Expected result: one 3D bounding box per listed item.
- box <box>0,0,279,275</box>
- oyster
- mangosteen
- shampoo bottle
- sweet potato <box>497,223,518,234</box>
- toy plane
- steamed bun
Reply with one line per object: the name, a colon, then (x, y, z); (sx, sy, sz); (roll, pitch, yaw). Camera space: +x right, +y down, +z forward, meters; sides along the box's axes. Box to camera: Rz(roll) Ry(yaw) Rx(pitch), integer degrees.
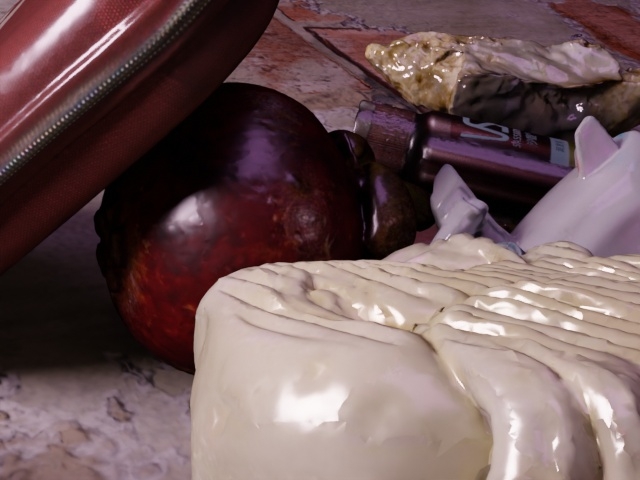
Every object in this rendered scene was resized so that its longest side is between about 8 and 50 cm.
box: (-0.191, -0.091, 0.728); (0.108, 0.404, 0.263); (44, 21, -22)
oyster: (0.220, -0.161, 1.216); (0.341, 0.166, 0.110); (15, 50, -18)
mangosteen: (-0.031, -0.005, 0.785); (0.257, 0.215, 0.215); (-2, 32, -24)
shampoo bottle: (0.191, -0.076, 1.124); (0.322, 0.084, 0.129); (14, 27, 4)
sweet potato: (0.238, -0.001, 1.061); (0.153, 0.038, 0.041); (11, 7, 0)
toy plane: (0.176, 0.026, 0.811); (0.252, 0.252, 0.118); (-3, 12, -26)
steamed bun: (0.106, 0.134, 0.582); (0.339, 0.247, 0.352); (9, 16, 26)
